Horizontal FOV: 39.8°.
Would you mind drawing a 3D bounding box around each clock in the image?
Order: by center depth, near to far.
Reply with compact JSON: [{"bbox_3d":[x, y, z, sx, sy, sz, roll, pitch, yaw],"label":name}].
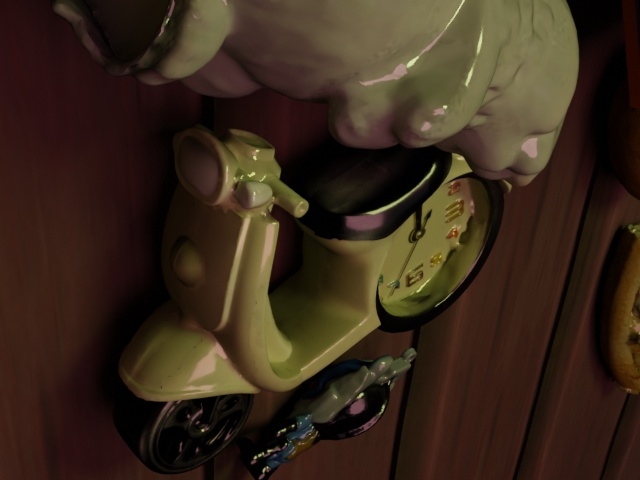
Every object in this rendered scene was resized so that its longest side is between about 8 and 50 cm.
[{"bbox_3d":[0.000,0.000,0.686,0.379,0.120,0.276,-30,137,-30],"label":"clock"}]

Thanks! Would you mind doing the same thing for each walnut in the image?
[{"bbox_3d":[0.363,-0.111,0.939,0.116,0.116,0.207,-39,138,-15],"label":"walnut"}]

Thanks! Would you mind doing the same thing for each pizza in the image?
[{"bbox_3d":[0.471,0.075,1.189,0.223,0.089,0.323,-33,136,-17],"label":"pizza"}]

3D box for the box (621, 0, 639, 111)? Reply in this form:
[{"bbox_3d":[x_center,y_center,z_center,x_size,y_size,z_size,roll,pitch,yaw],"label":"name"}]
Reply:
[{"bbox_3d":[0.417,-0.294,0.680,0.318,0.257,0.348,-26,116,-23],"label":"box"}]

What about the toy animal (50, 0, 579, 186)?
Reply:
[{"bbox_3d":[0.030,-0.154,0.502,0.194,0.258,0.357,-36,155,30],"label":"toy animal"}]

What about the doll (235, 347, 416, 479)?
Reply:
[{"bbox_3d":[0.013,0.160,0.838,0.195,0.070,0.096,-32,151,-12],"label":"doll"}]
